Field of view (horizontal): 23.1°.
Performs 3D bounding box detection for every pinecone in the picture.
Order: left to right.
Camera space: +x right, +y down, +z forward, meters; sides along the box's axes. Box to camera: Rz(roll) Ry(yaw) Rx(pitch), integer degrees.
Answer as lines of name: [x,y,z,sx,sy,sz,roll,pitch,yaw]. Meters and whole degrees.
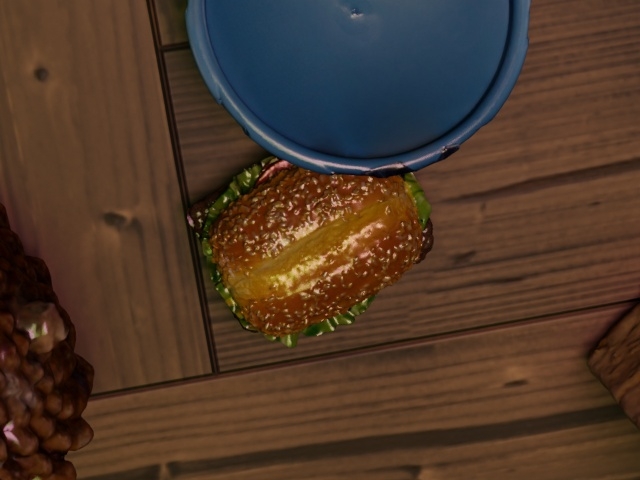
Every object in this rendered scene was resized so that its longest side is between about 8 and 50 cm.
pinecone: [-0.289,0.099,1.037,0.264,0.264,0.264,-2,105,-6]

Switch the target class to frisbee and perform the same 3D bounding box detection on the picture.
frisbee: [0.026,-0.161,1.085,0.242,0.045,0.242,1,86,-8]

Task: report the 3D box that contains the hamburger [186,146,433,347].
hamburger: [0.000,0.000,1.117,0.166,0.087,0.137,-25,107,1]

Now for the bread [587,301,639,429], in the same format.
bread: [0.388,0.109,1.128,0.279,0.207,0.279,42,98,-13]
